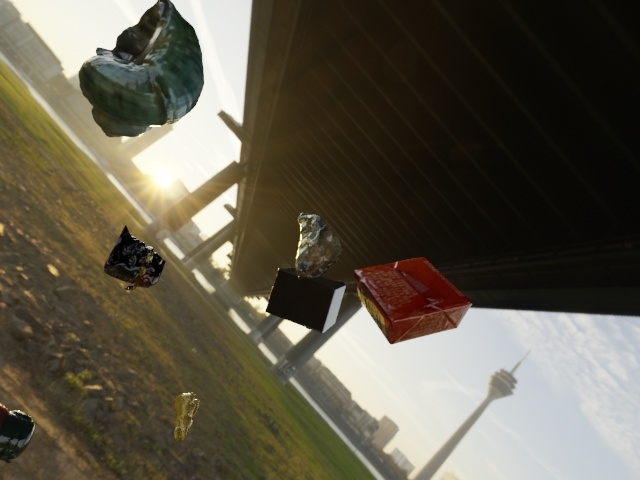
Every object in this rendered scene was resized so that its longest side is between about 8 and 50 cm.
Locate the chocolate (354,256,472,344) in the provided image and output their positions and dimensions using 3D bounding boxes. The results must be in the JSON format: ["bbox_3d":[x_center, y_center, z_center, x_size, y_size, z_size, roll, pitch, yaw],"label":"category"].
[{"bbox_3d":[0.238,0.158,1.110,0.237,0.235,0.107,-126,-150,-56],"label":"chocolate"}]

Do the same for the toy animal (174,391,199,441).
[{"bbox_3d":[-0.457,0.592,1.356,0.159,0.083,0.070,-99,176,-51],"label":"toy animal"}]

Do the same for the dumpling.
[{"bbox_3d":[-0.003,-0.003,1.443,0.332,0.166,0.085,-92,-177,-45],"label":"dumpling"}]

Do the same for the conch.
[{"bbox_3d":[-0.326,-0.293,0.743,0.220,0.277,0.196,49,25,21],"label":"conch"}]

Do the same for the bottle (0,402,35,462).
[{"bbox_3d":[-0.874,0.437,0.973,0.336,0.143,0.144,34,-7,-28],"label":"bottle"}]

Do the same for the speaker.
[{"bbox_3d":[-0.049,0.220,1.559,0.232,0.183,0.254,18,2,13],"label":"speaker"}]

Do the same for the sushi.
[{"bbox_3d":[-0.568,0.076,1.263,0.151,0.152,0.172,25,-42,-21],"label":"sushi"}]
